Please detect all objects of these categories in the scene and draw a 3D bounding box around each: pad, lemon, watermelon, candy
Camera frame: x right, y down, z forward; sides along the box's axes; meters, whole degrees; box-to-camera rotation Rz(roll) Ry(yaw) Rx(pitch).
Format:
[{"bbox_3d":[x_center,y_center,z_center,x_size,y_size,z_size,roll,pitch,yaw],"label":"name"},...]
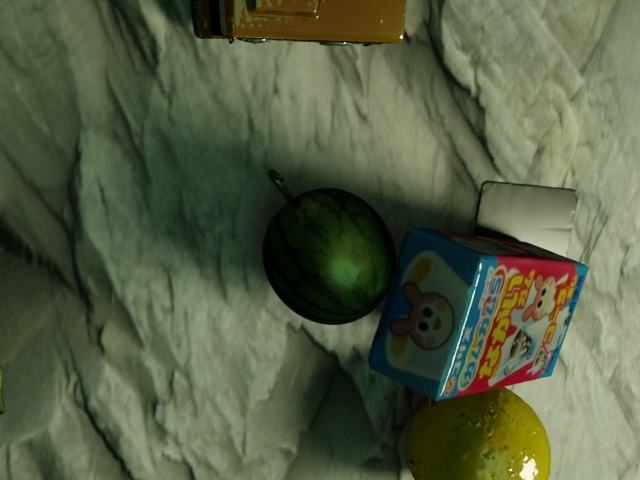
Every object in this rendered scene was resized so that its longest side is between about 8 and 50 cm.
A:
[{"bbox_3d":[0.267,-0.017,1.064,0.157,0.003,0.112,4,101,-25],"label":"pad"},{"bbox_3d":[0.192,0.258,1.006,0.173,0.173,0.206,-34,98,-13],"label":"lemon"},{"bbox_3d":[0.000,0.000,0.881,0.140,0.141,0.187,-26,75,-16],"label":"watermelon"},{"bbox_3d":[0.190,0.080,0.930,0.305,0.100,0.157,6,104,-52],"label":"candy"}]

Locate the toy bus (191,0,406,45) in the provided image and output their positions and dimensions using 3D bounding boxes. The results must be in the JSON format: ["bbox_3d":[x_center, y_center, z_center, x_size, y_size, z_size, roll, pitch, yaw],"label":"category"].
[{"bbox_3d":[-0.020,-0.244,0.816,0.201,0.114,0.098,-4,103,-23],"label":"toy bus"}]

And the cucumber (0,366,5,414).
[{"bbox_3d":[-0.447,0.185,0.758,0.300,0.072,0.072,-19,110,-19],"label":"cucumber"}]
